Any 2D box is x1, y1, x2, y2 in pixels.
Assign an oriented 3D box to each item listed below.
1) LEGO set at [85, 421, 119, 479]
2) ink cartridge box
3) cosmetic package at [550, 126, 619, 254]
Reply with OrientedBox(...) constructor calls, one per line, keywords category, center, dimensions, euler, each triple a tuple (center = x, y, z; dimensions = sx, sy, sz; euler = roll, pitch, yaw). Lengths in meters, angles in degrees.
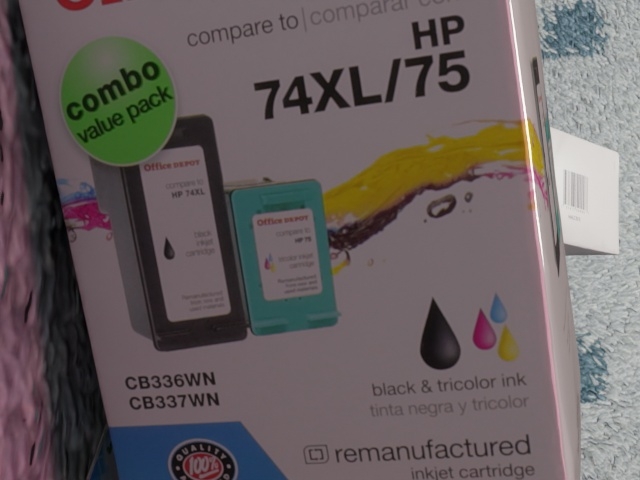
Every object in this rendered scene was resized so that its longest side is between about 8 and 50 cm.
OrientedBox(category="LEGO set", center=(-0.086, 0.131, 0.534), dimensions=(0.244, 0.060, 0.182), euler=(-78, 151, -42))
OrientedBox(category="ink cartridge box", center=(0.010, -0.023, 0.464), dimensions=(0.197, 0.198, 0.270), euler=(-40, 122, -70))
OrientedBox(category="cosmetic package", center=(0.217, -0.055, 1.199), dimensions=(0.224, 0.224, 0.138), euler=(10, 79, -45))
